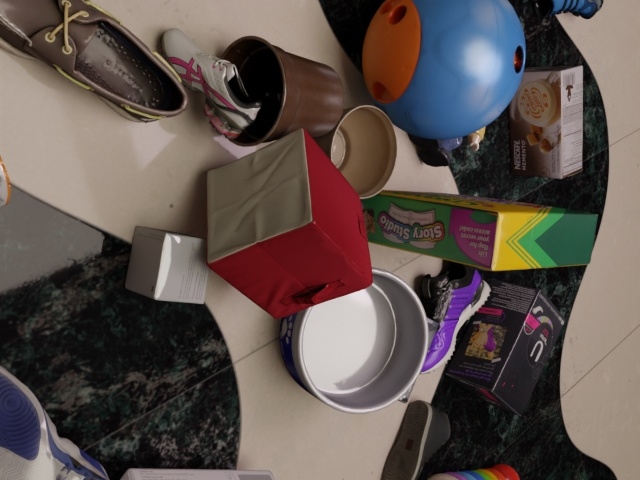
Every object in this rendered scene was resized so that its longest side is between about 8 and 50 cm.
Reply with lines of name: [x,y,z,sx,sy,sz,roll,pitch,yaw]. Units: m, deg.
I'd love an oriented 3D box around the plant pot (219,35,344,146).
plant pot: [-0.058,-0.230,1.095,0.165,0.167,0.167,-5,102,-47]

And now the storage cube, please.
storage cube: [-0.048,-0.020,1.058,0.193,0.184,0.215,46,30,-47]

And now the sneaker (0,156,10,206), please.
sneaker: [-0.464,-0.145,0.796,0.121,0.099,0.262,-26,114,-30]

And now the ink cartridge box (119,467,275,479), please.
ink cartridge box: [-0.246,0.492,1.133,0.296,0.066,0.261,20,112,-43]

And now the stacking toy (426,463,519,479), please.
stacking toy: [0.391,0.617,1.687,0.330,0.141,0.141,3,97,-48]

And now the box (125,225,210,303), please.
box: [-0.229,0.037,1.032,0.087,0.101,0.102,9,91,-42]

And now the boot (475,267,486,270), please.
boot: [0.402,0.032,1.541,0.246,0.161,0.083,16,88,-42]

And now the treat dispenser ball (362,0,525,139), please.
treat dispenser ball: [0.217,-0.325,1.220,0.288,0.288,0.288,-10,105,-40]

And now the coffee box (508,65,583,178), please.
coffee box: [0.528,-0.279,1.603,0.098,0.141,0.246,-21,113,-37]

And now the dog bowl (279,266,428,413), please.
dog bowl: [0.062,0.177,1.263,0.265,0.104,0.264,-1,92,-24]

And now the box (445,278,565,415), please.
box: [0.447,0.253,1.640,0.165,0.143,0.270,40,73,-38]

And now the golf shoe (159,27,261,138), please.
golf shoe: [-0.159,-0.247,1.011,0.186,0.086,0.067,51,32,-4]

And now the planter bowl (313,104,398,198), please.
planter bowl: [0.045,-0.160,1.225,0.162,0.109,0.162,-9,104,-39]

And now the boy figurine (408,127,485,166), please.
boy figurine: [0.310,-0.274,1.447,0.285,0.092,0.177,-45,122,-22]

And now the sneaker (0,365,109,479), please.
sneaker: [-0.385,0.325,0.945,0.315,0.182,0.127,47,63,-5]

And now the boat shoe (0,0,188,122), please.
boat shoe: [-0.315,-0.262,0.897,0.324,0.097,0.116,36,75,-40]

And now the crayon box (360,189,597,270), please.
crayon box: [0.267,-0.030,1.276,0.313,0.363,0.106,1,99,-42]

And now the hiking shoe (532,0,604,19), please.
hiking shoe: [0.561,-0.584,1.613,0.304,0.113,0.132,14,120,-48]

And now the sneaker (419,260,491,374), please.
sneaker: [0.249,0.148,1.483,0.293,0.102,0.146,-50,123,-28]

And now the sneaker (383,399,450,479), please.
sneaker: [0.227,0.480,1.535,0.118,0.083,0.222,32,77,-41]

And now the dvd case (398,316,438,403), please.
dvd case: [0.107,0.197,1.357,0.239,0.029,0.179,28,79,-20]
